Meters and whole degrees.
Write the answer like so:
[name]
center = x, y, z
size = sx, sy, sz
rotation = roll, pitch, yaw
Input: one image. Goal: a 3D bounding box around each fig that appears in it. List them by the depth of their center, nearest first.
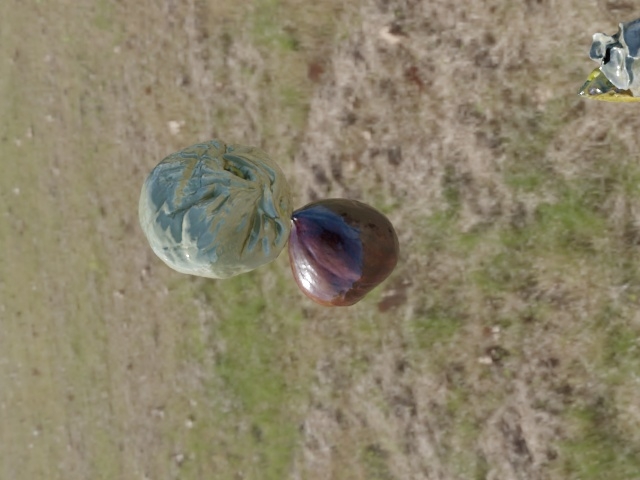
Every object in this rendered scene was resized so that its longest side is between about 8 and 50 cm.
[fig]
center = 0.010, -0.007, 1.559
size = 0.249, 0.186, 0.203
rotation = 41, 137, -11

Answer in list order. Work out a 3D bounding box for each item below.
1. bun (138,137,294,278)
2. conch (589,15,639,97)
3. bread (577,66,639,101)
[bun]
center = -0.138, -0.056, 1.254
size = 0.145, 0.229, 0.229
rotation = -59, 46, 42
[conch]
center = 0.419, -0.169, 0.909
size = 0.291, 0.159, 0.210
rotation = 14, 111, 34
[bread]
center = 0.660, -0.339, 1.803
size = 0.133, 0.252, 0.174
rotation = 51, 160, -23
